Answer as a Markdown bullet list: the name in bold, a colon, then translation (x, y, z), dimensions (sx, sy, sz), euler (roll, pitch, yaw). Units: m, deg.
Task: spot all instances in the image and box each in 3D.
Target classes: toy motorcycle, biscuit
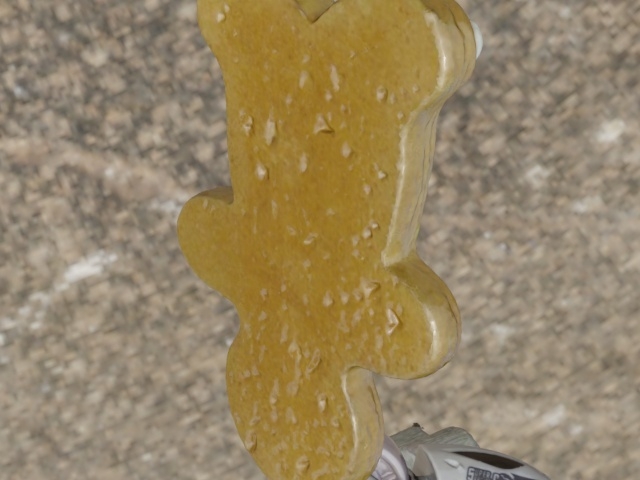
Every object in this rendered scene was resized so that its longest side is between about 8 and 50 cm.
- **toy motorcycle**: translation (0.095, 0.179, 0.882), dimensions (0.254, 0.112, 0.112), euler (35, 113, -18)
- **biscuit**: translation (0.001, 0.000, 0.604), dimensions (0.035, 0.158, 0.240), euler (-17, 122, -40)

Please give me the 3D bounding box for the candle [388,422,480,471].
- **candle**: translation (0.104, 0.252, 1.304), dimensions (0.068, 0.168, 0.192), euler (-15, 176, -19)
